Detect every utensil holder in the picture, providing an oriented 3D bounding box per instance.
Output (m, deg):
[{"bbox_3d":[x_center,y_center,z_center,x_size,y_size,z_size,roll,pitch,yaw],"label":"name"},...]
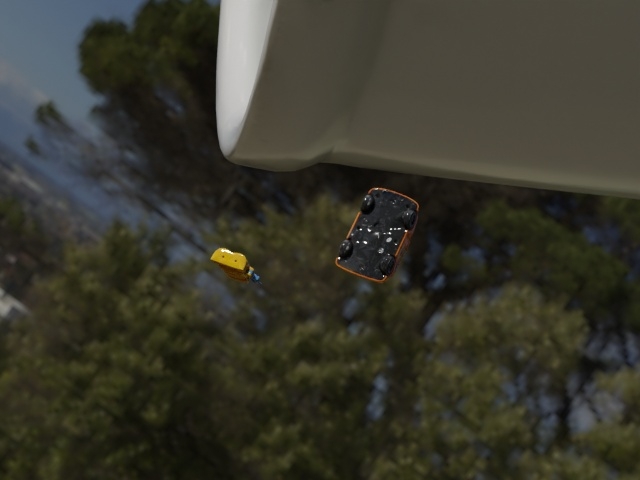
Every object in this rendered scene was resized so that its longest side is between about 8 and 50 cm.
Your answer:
[{"bbox_3d":[0.168,-0.166,0.641,0.385,0.328,0.327,8,1,-8],"label":"utensil holder"}]

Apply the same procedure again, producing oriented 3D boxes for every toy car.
[{"bbox_3d":[0.000,0.000,0.934,0.122,0.060,0.040,3,-22,15],"label":"toy car"}]
